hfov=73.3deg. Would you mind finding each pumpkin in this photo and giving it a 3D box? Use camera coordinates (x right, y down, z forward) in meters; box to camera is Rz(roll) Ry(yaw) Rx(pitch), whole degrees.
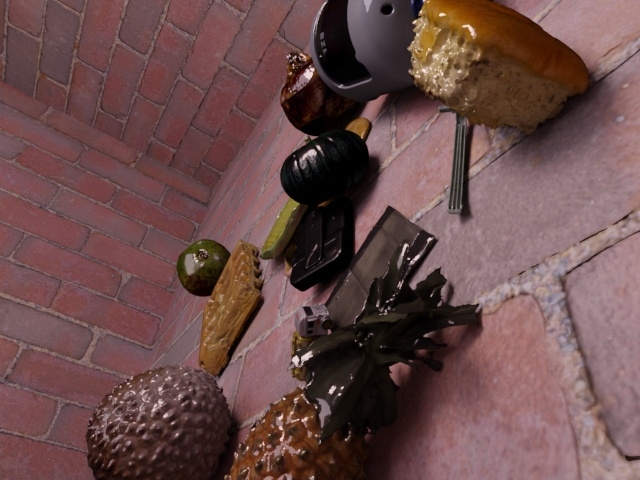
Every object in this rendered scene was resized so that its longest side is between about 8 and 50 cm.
[{"bbox_3d":[0.007,-0.157,0.906,0.202,0.140,0.202,-28,6,3],"label":"pumpkin"}]

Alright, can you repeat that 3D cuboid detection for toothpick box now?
[{"bbox_3d":[0.150,-0.409,0.816,0.263,0.263,0.354,-62,22,2],"label":"toothpick box"}]

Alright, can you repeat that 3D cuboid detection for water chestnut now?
[{"bbox_3d":[-0.003,-0.408,1.158,0.223,0.238,0.224,-32,3,2],"label":"water chestnut"}]

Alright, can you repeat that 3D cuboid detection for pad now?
[{"bbox_3d":[0.080,0.063,0.689,0.233,0.022,0.174,-59,22,11],"label":"pad"}]

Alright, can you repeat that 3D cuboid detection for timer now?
[{"bbox_3d":[0.000,0.000,0.870,0.144,0.055,0.187,-35,32,32],"label":"timer"}]

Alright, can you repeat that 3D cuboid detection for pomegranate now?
[{"bbox_3d":[-0.417,0.123,1.586,0.248,0.214,0.214,90,-174,-50],"label":"pomegranate"}]

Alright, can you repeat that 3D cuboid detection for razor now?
[{"bbox_3d":[0.196,-0.115,0.609,0.068,0.037,0.191,1,63,21],"label":"razor"}]

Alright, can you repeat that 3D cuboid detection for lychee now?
[{"bbox_3d":[-0.327,0.398,0.894,0.300,0.300,0.300,-49,25,32],"label":"lychee"}]

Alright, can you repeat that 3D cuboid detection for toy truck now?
[{"bbox_3d":[-0.017,0.166,0.698,0.052,0.062,0.123,-130,42,-68],"label":"toy truck"}]

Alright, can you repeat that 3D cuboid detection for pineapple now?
[{"bbox_3d":[0.030,0.169,0.488,0.365,0.165,0.165,-60,21,5],"label":"pineapple"}]

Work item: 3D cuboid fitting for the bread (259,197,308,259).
[{"bbox_3d":[-0.078,-0.075,1.157,0.301,0.045,0.301,-56,14,22],"label":"bread"}]

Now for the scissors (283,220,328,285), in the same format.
[{"bbox_3d":[-0.030,0.035,0.975,0.160,0.024,0.317,-61,21,7],"label":"scissors"}]

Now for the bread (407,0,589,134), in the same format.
[{"bbox_3d":[0.207,-0.229,0.541,0.245,0.174,0.121,-94,17,-56],"label":"bread"}]

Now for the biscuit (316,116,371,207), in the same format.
[{"bbox_3d":[0.049,-0.191,1.051,0.247,0.029,0.118,-64,21,-2],"label":"biscuit"}]

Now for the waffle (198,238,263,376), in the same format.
[{"bbox_3d":[-0.275,0.191,1.295,0.304,0.077,0.348,-59,21,13],"label":"waffle"}]
